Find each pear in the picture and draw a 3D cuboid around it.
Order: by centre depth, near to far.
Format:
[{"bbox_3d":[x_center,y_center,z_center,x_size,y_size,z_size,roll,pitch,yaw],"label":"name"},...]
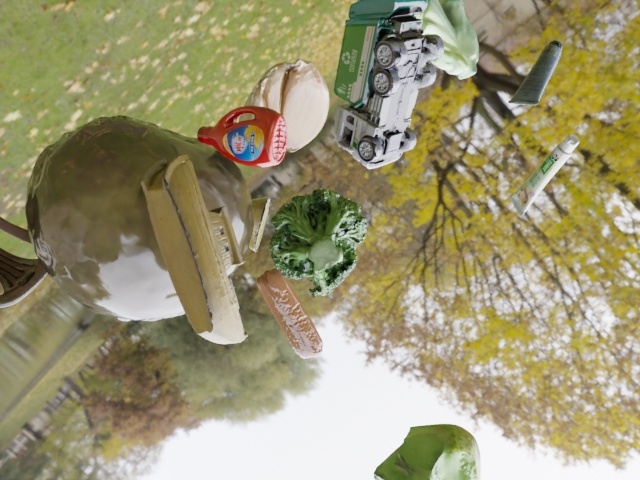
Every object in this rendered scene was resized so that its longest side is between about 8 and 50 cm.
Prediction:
[{"bbox_3d":[0.298,0.591,1.584,0.176,0.286,0.282,4,-147,47],"label":"pear"}]

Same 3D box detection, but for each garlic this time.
[{"bbox_3d":[-0.081,-0.325,1.529,0.110,0.217,0.228,47,-59,45],"label":"garlic"}]

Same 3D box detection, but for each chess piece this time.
[{"bbox_3d":[0.236,-0.471,1.418,0.176,0.298,0.175,-20,-114,54],"label":"chess piece"}]

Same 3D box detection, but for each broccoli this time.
[{"bbox_3d":[0.000,0.000,1.671,0.269,0.261,0.241,-34,-168,8],"label":"broccoli"}]

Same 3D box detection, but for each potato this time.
[{"bbox_3d":[-0.236,-0.064,2.078,0.202,0.117,0.182,111,-5,-83],"label":"potato"}]

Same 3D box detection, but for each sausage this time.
[{"bbox_3d":[-0.082,0.205,1.780,0.086,0.289,0.086,-26,-162,9],"label":"sausage"}]

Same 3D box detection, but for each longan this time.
[{"bbox_3d":[-0.347,-0.034,1.271,0.404,0.436,0.404,-26,-127,41],"label":"longan"}]

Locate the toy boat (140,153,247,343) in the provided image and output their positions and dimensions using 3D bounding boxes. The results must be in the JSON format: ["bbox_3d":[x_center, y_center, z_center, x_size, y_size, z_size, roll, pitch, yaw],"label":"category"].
[{"bbox_3d":[-0.190,0.018,1.042,0.089,0.321,0.121,-13,-170,32],"label":"toy boat"}]

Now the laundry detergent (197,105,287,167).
[{"bbox_3d":[-0.135,-0.175,1.063,0.049,0.165,0.097,-11,110,-59],"label":"laundry detergent"}]

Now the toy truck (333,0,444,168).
[{"bbox_3d":[0.093,-0.241,0.958,0.114,0.124,0.253,-22,137,-39],"label":"toy truck"}]

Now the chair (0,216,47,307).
[{"bbox_3d":[-0.710,-0.016,1.272,0.175,0.326,0.183,-55,148,-29],"label":"chair"}]

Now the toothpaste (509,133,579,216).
[{"bbox_3d":[0.692,-0.205,2.002,0.058,0.056,0.314,-58,178,-45],"label":"toothpaste"}]

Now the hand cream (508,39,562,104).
[{"bbox_3d":[0.631,-0.482,1.864,0.088,0.055,0.256,17,-119,35],"label":"hand cream"}]
